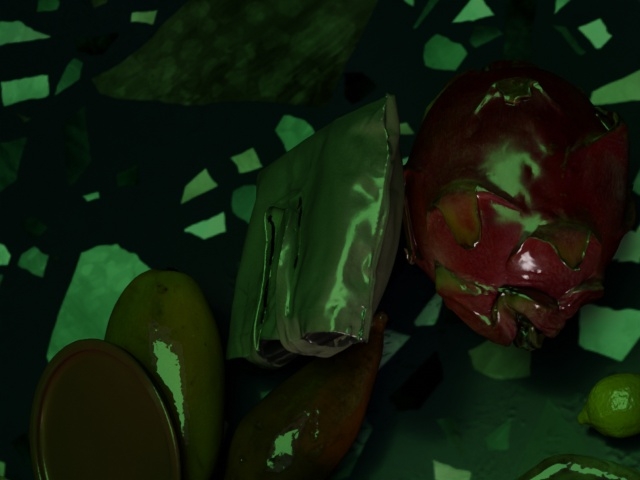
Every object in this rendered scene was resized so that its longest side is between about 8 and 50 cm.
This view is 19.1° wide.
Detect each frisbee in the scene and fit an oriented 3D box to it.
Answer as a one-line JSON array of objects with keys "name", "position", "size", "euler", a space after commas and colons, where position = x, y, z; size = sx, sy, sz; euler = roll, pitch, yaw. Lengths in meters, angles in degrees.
[{"name": "frisbee", "position": [-0.225, 0.226, 1.992], "size": [0.251, 0.021, 0.250], "euler": [7, 99, 43]}]

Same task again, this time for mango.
[{"name": "mango", "position": [-0.163, 0.153, 2.020], "size": [0.138, 0.113, 0.253], "euler": [-23, 67, 32]}]

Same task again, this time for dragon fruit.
[{"name": "dragon fruit", "position": [0.199, -0.055, 1.926], "size": [0.250, 0.250, 0.315], "euler": [14, 58, 23]}]

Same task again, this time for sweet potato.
[{"name": "sweet potato", "position": [-0.036, 0.215, 1.958], "size": [0.112, 0.112, 0.359], "euler": [33, 83, 26]}]

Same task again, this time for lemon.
[{"name": "lemon", "position": [0.298, 0.164, 1.891], "size": [0.092, 0.065, 0.065], "euler": [-17, 65, 15]}]

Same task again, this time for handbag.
[{"name": "handbag", "position": [-0.002, 0.004, 1.954], "size": [0.109, 0.316, 0.253], "euler": [17, 74, -21]}]

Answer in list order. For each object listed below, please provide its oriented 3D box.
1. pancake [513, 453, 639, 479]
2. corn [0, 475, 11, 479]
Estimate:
[{"name": "pancake", "position": [0.257, 0.321, 1.864], "size": [0.212, 0.029, 0.235], "euler": [-17, 67, 10]}, {"name": "corn", "position": [-0.452, 0.283, 2.080], "size": [0.281, 0.092, 0.092], "euler": [4, 71, 18]}]
